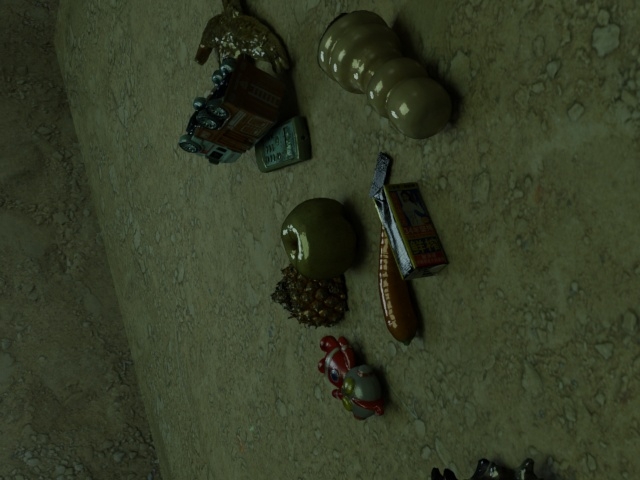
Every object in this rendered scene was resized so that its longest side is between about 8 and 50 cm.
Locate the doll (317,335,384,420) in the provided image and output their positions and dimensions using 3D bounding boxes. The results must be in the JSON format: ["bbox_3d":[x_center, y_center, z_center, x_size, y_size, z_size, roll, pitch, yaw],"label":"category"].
[{"bbox_3d":[0.063,0.286,1.755,0.245,0.076,0.142,-135,44,-56],"label":"doll"}]

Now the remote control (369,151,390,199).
[{"bbox_3d":[0.113,-0.116,1.610,0.039,0.014,0.096,48,136,48],"label":"remote control"}]

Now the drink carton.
[{"bbox_3d":[0.153,-0.017,1.497,0.056,0.071,0.165,-50,51,52],"label":"drink carton"}]

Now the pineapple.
[{"bbox_3d":[-0.042,0.108,1.837,0.161,0.137,0.176,-44,59,58],"label":"pineapple"}]

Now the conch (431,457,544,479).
[{"bbox_3d":[0.262,0.432,1.307,0.313,0.186,0.240,-160,92,-80],"label":"conch"}]

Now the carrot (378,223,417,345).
[{"bbox_3d":[0.132,0.058,1.578,0.066,0.062,0.271,46,-144,-79],"label":"carrot"}]

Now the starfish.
[{"bbox_3d":[-0.203,-0.437,2.080,0.432,0.083,0.324,59,142,33],"label":"starfish"}]

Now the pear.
[{"bbox_3d":[0.000,0.000,1.731,0.167,0.137,0.167,34,130,55],"label":"pear"}]

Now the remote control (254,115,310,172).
[{"bbox_3d":[-0.090,-0.213,1.957,0.233,0.038,0.098,-7,91,62],"label":"remote control"}]

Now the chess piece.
[{"bbox_3d":[0.115,-0.263,1.442,0.261,0.143,0.142,53,142,36],"label":"chess piece"}]

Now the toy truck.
[{"bbox_3d":[-0.199,-0.281,1.965,0.305,0.162,0.136,-32,38,60],"label":"toy truck"}]
